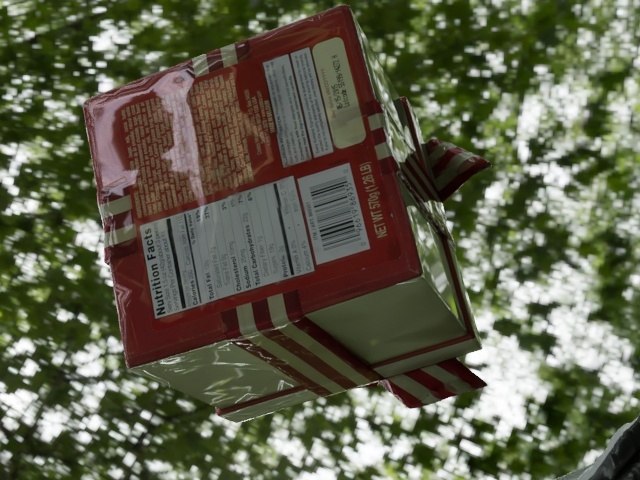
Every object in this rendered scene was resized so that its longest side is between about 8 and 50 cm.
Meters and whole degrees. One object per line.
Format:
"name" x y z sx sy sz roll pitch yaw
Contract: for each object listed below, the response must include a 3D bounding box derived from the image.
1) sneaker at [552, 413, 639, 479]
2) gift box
"sneaker" 0.090 0.151 0.494 0.272 0.100 0.108 -18 -30 -16
"gift box" 0.000 0.000 0.919 0.258 0.276 0.255 48 -149 -67
